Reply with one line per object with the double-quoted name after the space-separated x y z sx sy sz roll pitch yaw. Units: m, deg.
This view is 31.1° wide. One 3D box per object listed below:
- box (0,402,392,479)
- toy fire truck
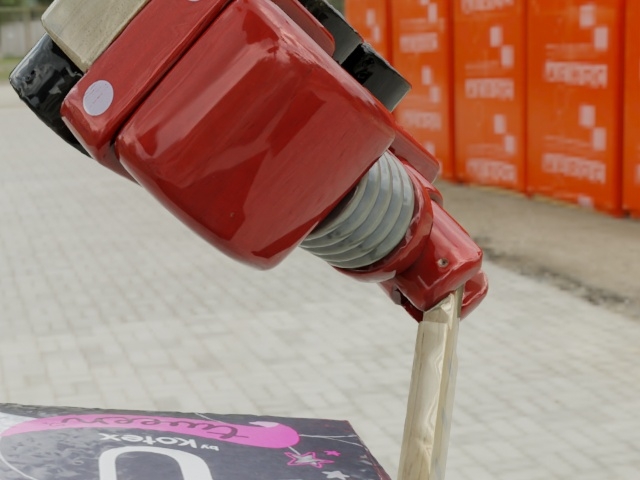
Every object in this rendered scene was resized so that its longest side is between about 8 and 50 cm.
-0.099 0.125 0.303 0.247 0.142 0.163 6 7 -12 "box"
0.000 0.000 0.500 0.246 0.158 0.217 47 8 30 "toy fire truck"
